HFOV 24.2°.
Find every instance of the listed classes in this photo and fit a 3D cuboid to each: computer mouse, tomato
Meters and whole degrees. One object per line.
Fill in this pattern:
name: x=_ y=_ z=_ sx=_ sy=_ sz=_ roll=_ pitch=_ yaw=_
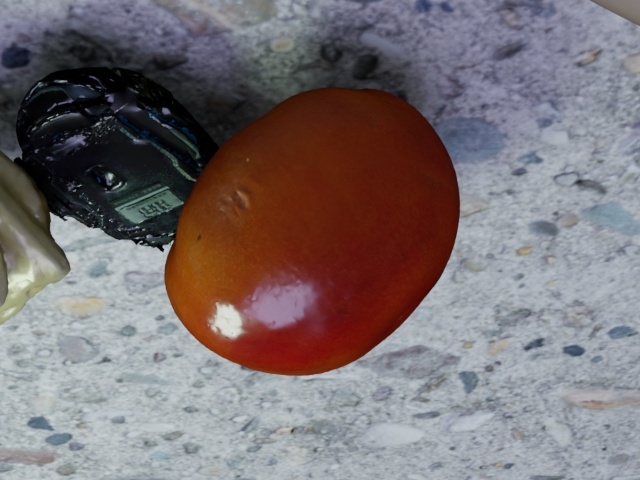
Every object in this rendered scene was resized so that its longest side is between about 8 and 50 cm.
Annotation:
computer mouse: x=-0.153 y=-0.072 z=1.194 sx=0.146 sy=0.078 sz=0.242 roll=-20 pitch=143 yaw=18
tomato: x=0.000 y=0.001 z=1.184 sx=0.260 sy=0.180 sz=0.260 roll=-40 pitch=168 yaw=-10

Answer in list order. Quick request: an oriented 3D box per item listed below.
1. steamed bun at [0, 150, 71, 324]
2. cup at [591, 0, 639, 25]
steamed bun: x=-0.421 y=0.009 z=1.157 sx=0.428 sy=0.189 sz=0.247 roll=-14 pitch=108 yaw=32
cup: x=0.258 y=-0.252 z=0.955 sx=0.200 sy=0.191 sz=0.253 roll=18 pitch=107 yaw=-23
